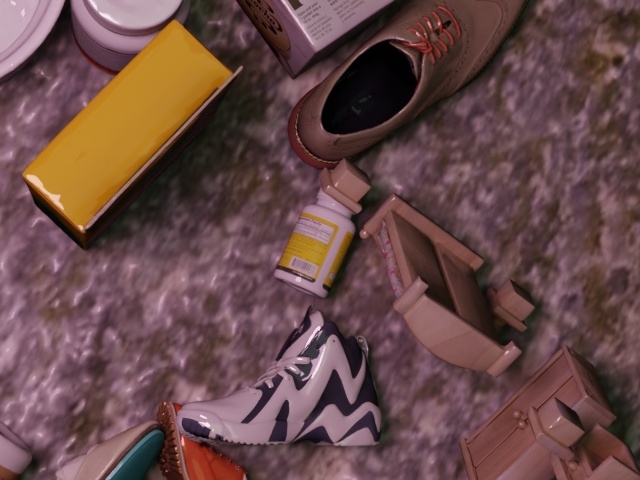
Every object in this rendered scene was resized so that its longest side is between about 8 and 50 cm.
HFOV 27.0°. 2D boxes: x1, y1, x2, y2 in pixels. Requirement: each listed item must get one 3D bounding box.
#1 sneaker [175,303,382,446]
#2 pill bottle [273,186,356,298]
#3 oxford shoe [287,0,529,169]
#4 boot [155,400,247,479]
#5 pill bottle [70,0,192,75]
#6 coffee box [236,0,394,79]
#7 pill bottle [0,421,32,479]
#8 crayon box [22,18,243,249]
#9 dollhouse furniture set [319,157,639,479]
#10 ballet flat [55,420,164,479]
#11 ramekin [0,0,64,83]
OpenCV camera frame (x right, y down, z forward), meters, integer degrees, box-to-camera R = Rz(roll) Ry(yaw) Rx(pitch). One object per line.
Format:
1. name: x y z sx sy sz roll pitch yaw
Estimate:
1. sneaker: -0.042 0.142 1.418 0.235 0.094 0.153 4 79 -21
2. pill bottle: 0.000 0.000 1.456 0.065 0.065 0.116 26 83 -8
3. oxford shoe: 0.118 -0.205 1.455 0.348 0.130 0.123 -45 95 -9
4. boot: -0.125 0.242 1.432 0.085 0.059 0.158 -16 86 -28
5. pill bottle: -0.194 -0.242 1.355 0.121 0.221 0.121 1 87 -11
6. coffee box: -0.058 -0.336 1.413 0.119 0.168 0.297 -36 94 -10
7. pill bottle: -0.409 0.267 1.334 0.131 0.131 0.229 39 81 -6
8. crayon box: -0.188 -0.097 1.297 0.083 0.323 0.203 44 80 -5
9. dollhouse furniture set: 0.113 0.130 1.359 0.355 0.303 0.174 35 109 -20
10. ballet flat: -0.259 0.282 1.392 0.086 0.086 0.248 32 83 -7
11. ramekin: -0.397 -0.275 1.365 0.277 0.135 0.277 1 86 -11
